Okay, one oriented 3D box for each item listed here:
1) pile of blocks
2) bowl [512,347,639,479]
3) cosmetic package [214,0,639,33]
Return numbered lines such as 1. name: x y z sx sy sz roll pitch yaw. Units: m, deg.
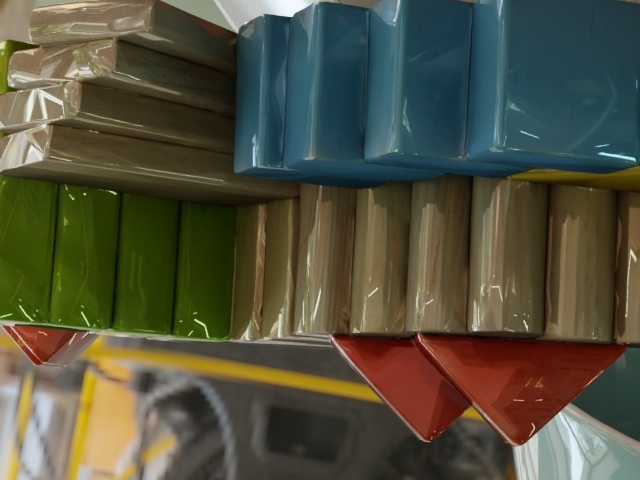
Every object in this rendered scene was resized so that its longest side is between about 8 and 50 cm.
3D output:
1. pile of blocks: 0.000 0.000 0.534 0.362 0.112 0.149 -2 172 32
2. bowl: 0.233 0.151 1.009 0.311 0.163 0.311 11 -164 -3
3. cosmetic package: 0.129 -0.171 0.842 0.377 0.284 0.097 -35 -175 -27
